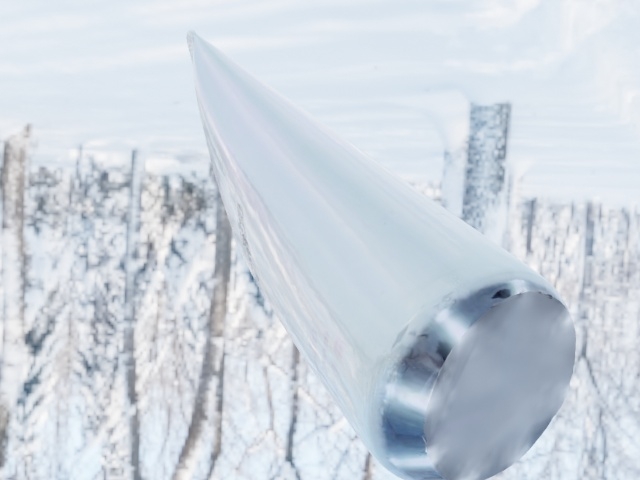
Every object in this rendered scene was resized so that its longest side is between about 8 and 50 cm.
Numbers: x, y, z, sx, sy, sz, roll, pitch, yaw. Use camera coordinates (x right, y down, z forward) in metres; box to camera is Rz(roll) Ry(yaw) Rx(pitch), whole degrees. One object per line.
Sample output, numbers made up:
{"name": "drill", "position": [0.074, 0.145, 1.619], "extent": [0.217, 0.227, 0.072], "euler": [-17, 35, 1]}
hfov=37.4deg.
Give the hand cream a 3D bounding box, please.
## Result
{"name": "hand cream", "position": [0.000, 0.000, 0.571], "extent": [0.118, 0.185, 0.359], "euler": [-27, -145, -16]}
